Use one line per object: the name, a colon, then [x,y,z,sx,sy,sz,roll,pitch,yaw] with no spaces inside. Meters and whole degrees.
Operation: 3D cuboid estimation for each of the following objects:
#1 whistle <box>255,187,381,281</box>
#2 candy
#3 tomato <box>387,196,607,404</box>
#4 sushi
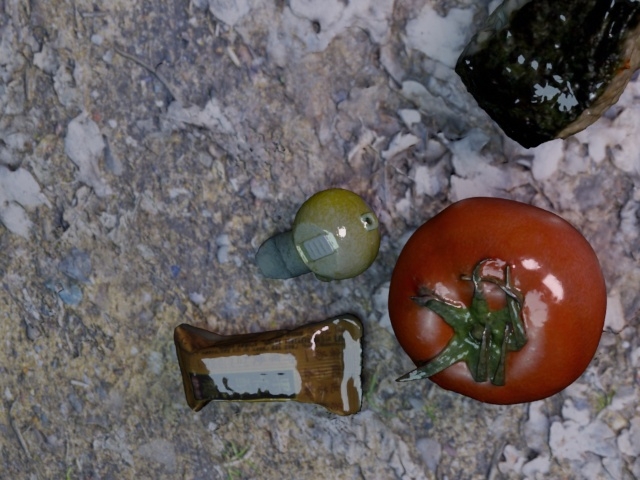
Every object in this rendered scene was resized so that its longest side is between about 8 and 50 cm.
whistle: [0.000,0.000,1.389,0.223,0.123,0.122,-23,98,46]
candy: [-0.067,0.177,1.462,0.272,0.101,0.143,-5,99,15]
tomato: [0.208,0.069,1.252,0.256,0.224,0.255,8,113,18]
sushi: [0.301,-0.255,1.132,0.171,0.211,0.350,40,121,0]
